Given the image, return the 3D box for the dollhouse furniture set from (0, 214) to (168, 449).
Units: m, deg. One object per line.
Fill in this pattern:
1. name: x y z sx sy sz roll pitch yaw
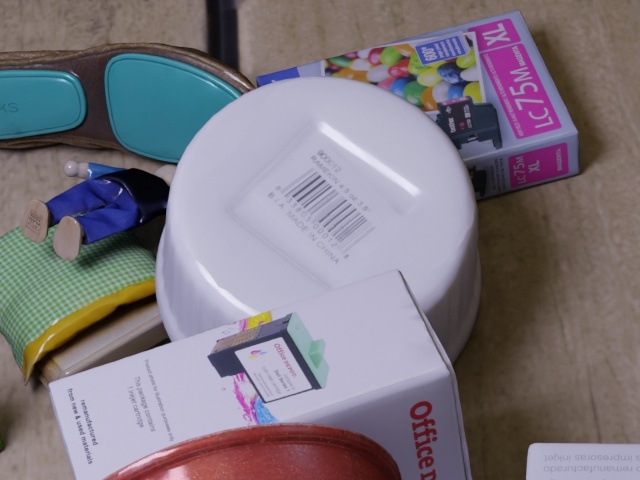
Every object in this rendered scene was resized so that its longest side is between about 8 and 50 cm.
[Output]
1. dollhouse furniture set: -0.276 0.042 1.661 0.301 0.151 0.197 -31 49 -18

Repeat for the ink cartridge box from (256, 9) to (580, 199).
1. ink cartridge box: 0.063 -0.101 1.796 0.311 0.065 0.186 -16 46 -2

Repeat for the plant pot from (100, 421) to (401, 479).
1. plant pot: -0.033 0.307 1.305 0.272 0.272 0.265 -17 54 -5

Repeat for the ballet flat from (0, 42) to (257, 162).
1. ballet flat: -0.190 -0.137 1.854 0.342 0.116 0.124 1 20 21

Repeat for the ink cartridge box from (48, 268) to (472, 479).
1. ink cartridge box: -0.038 0.162 1.464 0.278 0.201 0.117 -18 46 -6

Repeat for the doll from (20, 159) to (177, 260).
1. doll: -0.181 -0.036 1.740 0.129 0.046 0.189 28 29 26

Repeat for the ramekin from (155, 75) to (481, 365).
1. ramekin: 0.000 0.000 1.604 0.277 0.135 0.277 1 62 -1

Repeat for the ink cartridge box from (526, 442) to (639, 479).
1. ink cartridge box: 0.246 0.296 1.332 0.223 0.129 0.307 0 47 10
